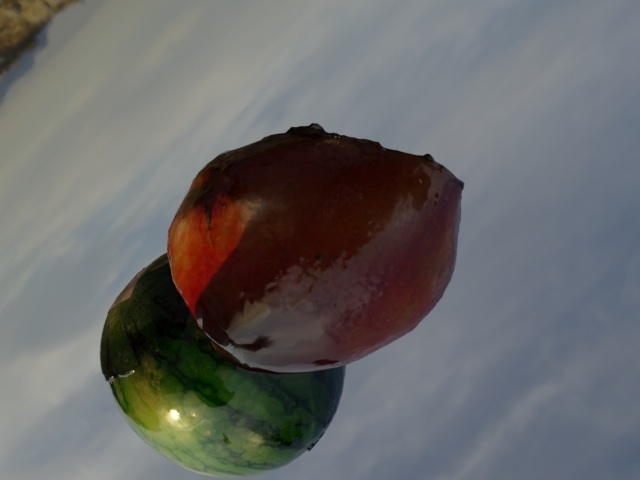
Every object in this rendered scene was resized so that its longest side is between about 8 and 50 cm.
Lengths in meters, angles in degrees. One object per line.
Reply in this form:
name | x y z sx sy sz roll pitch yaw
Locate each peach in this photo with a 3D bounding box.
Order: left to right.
peach | 0.000 0.000 1.150 0.338 0.281 0.281 -29 -161 -2

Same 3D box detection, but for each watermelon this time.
watermelon | -0.130 0.168 1.451 0.363 0.363 0.363 -41 -161 17
